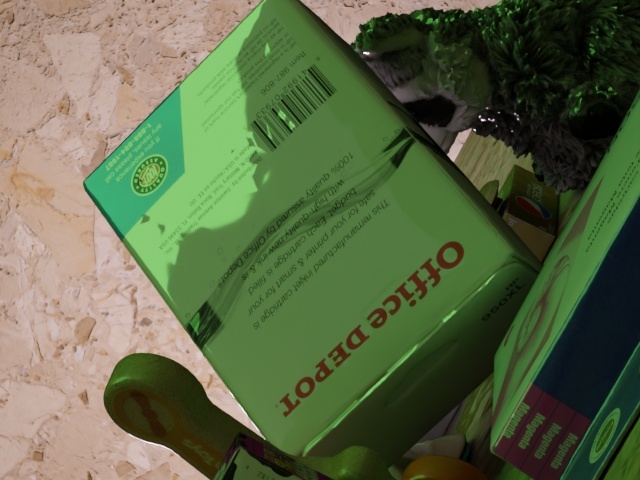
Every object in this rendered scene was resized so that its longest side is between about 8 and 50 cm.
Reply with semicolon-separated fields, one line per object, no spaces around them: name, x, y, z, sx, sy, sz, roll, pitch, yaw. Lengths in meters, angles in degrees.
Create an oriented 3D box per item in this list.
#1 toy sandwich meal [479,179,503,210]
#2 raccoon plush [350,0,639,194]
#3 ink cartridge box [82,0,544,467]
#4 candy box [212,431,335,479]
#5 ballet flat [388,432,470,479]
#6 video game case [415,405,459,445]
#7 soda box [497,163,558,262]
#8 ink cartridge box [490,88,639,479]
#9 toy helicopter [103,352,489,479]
toy sandwich meal;0.181;-0.029;2.002;0.085;0.029;0.085;-59;7;12
raccoon plush;0.214;-0.255;1.990;0.446;0.299;0.216;-64;1;-30
ink cartridge box;0.000;0.000;1.749;0.285;0.395;0.166;-44;-31;9
candy box;0.026;0.229;1.354;0.071;0.233;0.159;-63;1;-3
ballet flat;0.090;0.245;1.754;0.086;0.086;0.248;-62;2;25
video game case;0.149;0.165;2.180;0.204;0.025;0.285;-63;2;15
soda box;0.227;-0.024;2.051;0.058;0.061;0.181;-63;1;21
ink cartridge box;0.228;0.015;1.379;0.324;0.071;0.330;-62;0;14
toy helicopter;-0.042;0.218;1.547;0.235;0.355;0.140;-36;21;45
